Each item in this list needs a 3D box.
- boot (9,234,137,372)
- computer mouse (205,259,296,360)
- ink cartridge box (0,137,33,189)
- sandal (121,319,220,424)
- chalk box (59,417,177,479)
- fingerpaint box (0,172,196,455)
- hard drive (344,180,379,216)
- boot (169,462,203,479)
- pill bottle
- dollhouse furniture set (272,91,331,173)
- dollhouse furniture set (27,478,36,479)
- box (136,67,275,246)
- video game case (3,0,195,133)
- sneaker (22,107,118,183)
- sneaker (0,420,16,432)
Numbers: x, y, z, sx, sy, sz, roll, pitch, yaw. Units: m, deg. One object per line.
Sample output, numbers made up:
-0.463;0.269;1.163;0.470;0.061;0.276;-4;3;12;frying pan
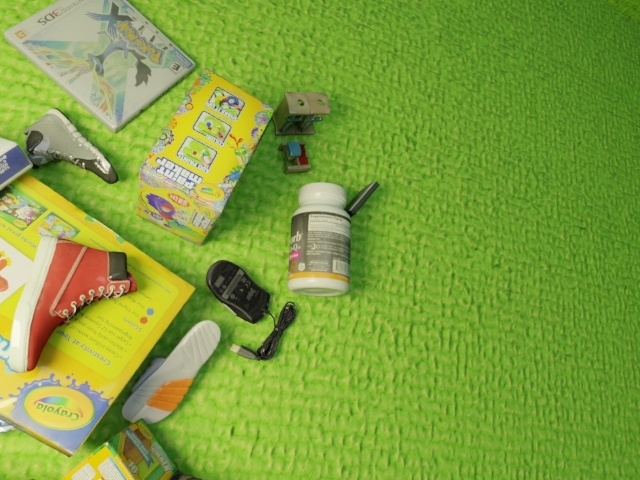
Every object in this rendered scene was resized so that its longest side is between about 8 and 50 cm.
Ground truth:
-0.425;0.115;0.783;0.176;0.088;0.244;16;55;-27;boot
-0.196;0.180;1.091;0.262;0.060;0.184;38;60;-23;computer mouse
-0.760;-0.095;0.783;0.330;0.071;0.324;17;52;19;ink cartridge box
-0.327;0.286;0.990;0.265;0.076;0.102;-50;122;-15;sandal
-0.376;0.446;0.848;0.132;0.213;0.132;-39;86;-5;chalk box
-0.545;0.130;0.859;0.445;0.163;0.371;36;52;-11;fingerpaint box
0.106;-0.110;1.280;0.022;0.094;0.135;45;63;-8;hard drive
-0.307;0.582;0.874;0.083;0.161;0.246;33;59;-30;boot
0.000;0.000;1.167;0.162;0.162;0.278;9;72;-21;pill bottle
-0.042;-0.301;1.249;0.129;0.129;0.183;-9;78;-26;dollhouse furniture set
-0.646;0.546;0.621;0.362;0.256;0.394;32;79;-21;dollhouse furniture set
-0.271;-0.173;1.023;0.177;0.290;0.279;28;66;-15;box
-0.544;-0.479;1.130;0.329;0.036;0.300;42;64;-8;video game case
-0.583;-0.185;1.014;0.229;0.086;0.132;44;68;4;sneaker
-0.654;0.339;0.843;0.144;0.053;0.059;9;71;-35;sneaker
